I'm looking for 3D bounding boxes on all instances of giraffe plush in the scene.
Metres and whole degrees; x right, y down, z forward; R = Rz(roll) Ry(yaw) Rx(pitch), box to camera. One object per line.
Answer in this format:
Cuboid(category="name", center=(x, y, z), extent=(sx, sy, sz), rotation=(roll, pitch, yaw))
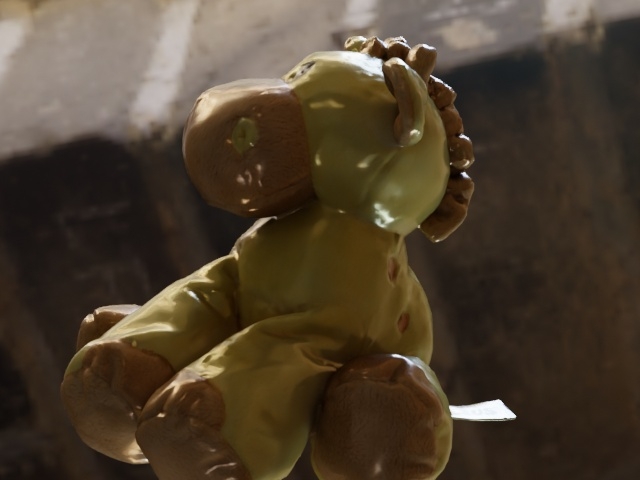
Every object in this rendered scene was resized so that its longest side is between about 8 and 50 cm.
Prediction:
Cuboid(category="giraffe plush", center=(0.000, 0.000, 0.751), extent=(0.181, 0.210, 0.170), rotation=(20, -70, 51))
